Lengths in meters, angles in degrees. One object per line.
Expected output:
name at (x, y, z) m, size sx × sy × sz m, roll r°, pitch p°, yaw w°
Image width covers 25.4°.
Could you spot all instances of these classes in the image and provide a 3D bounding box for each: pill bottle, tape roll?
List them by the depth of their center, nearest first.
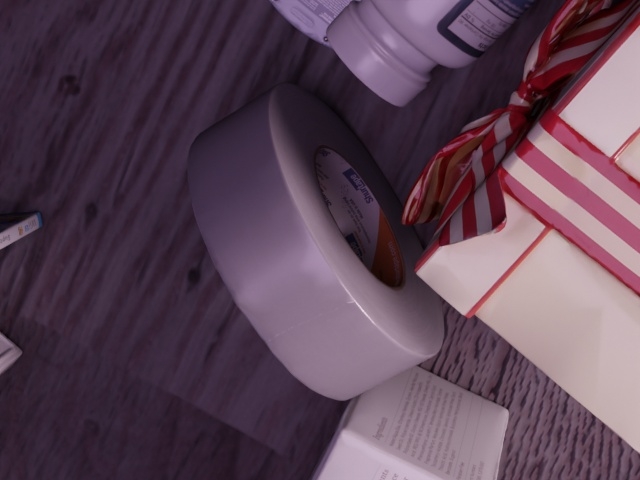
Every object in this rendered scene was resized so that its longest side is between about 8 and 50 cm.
pill bottle at (0.092, -0.184, 0.991) m, size 0.108 × 0.108 × 0.180 m, roll 46°, pitch 109°, yaw -1°
tape roll at (0.000, 0.000, 1.000) m, size 0.072 × 0.219 × 0.219 m, roll -30°, pitch 96°, yaw 20°

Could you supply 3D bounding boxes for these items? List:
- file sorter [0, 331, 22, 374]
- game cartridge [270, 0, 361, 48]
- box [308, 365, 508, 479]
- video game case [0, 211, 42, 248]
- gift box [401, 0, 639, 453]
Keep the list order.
file sorter at (-0.428, 0.088, 1.141) m, size 0.278 × 0.193 × 0.173 m, roll 40°, pitch 112°, yaw 1°
game cartridge at (-0.002, -0.182, 1.062) m, size 0.083 × 0.017 × 0.056 m, roll 40°, pitch 106°, yaw 1°
box at (0.045, 0.204, 1.062) m, size 0.119 × 0.182 × 0.181 m, roll 27°, pitch 109°, yaw 4°
video game case at (-0.304, 0.006, 1.101) m, size 0.119 × 0.166 × 0.015 m, roll -4°, pitch 103°, yaw 14°
gift box at (0.220, -0.029, 0.918) m, size 0.258 × 0.276 × 0.255 m, roll 40°, pitch 104°, yaw 2°
